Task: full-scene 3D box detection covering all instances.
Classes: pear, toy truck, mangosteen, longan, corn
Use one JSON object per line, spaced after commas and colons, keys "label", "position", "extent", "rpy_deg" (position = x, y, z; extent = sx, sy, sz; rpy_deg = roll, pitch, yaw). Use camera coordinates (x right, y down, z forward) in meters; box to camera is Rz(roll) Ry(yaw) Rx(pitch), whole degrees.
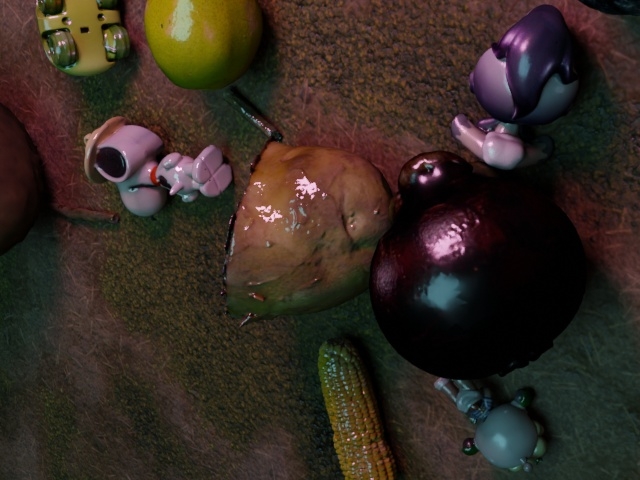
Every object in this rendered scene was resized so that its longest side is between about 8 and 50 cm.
{"label": "pear", "position": [-0.183, -0.348, 1.474], "extent": [0.187, 0.187, 0.219], "rpy_deg": [29, 128, 27]}
{"label": "toy truck", "position": [-0.450, -0.405, 1.712], "extent": [0.210, 0.148, 0.187], "rpy_deg": [35, 133, 55]}
{"label": "mangosteen", "position": [0.201, 0.028, 1.249], "extent": [0.297, 0.297, 0.313], "rpy_deg": [-9, 99, 41]}
{"label": "longan", "position": [-0.752, -0.125, 1.913], "extent": [0.391, 0.391, 0.391], "rpy_deg": [16, 117, 34]}
{"label": "corn", "position": [0.057, 0.304, 1.608], "extent": [0.101, 0.101, 0.291], "rpy_deg": [-7, 104, 41]}

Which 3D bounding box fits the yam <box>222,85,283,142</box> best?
{"label": "yam", "position": [-0.114, -0.213, 1.583], "extent": [0.129, 0.027, 0.033], "rpy_deg": [41, 130, 18]}

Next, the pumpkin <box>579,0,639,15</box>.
{"label": "pumpkin", "position": [0.354, -0.370, 1.044], "extent": [0.233, 0.163, 0.233], "rpy_deg": [20, 118, 45]}

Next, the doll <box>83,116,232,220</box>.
{"label": "doll", "position": [-0.301, -0.147, 1.705], "extent": [0.271, 0.144, 0.208], "rpy_deg": [-17, 118, 45]}

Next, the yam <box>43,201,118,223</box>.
{"label": "yam", "position": [-0.508, -0.057, 1.971], "extent": [0.234, 0.029, 0.027], "rpy_deg": [10, 87, 38]}

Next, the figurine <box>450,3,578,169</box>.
{"label": "figurine", "position": [0.256, -0.196, 1.212], "extent": [0.145, 0.145, 0.222], "rpy_deg": [32, 130, 25]}

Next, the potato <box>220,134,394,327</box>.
{"label": "potato", "position": [0.000, 0.000, 1.448], "extent": [0.237, 0.300, 0.288], "rpy_deg": [13, 144, 7]}

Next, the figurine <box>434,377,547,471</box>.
{"label": "figurine", "position": [0.263, 0.272, 1.437], "extent": [0.147, 0.093, 0.197], "rpy_deg": [-48, 67, 18]}
